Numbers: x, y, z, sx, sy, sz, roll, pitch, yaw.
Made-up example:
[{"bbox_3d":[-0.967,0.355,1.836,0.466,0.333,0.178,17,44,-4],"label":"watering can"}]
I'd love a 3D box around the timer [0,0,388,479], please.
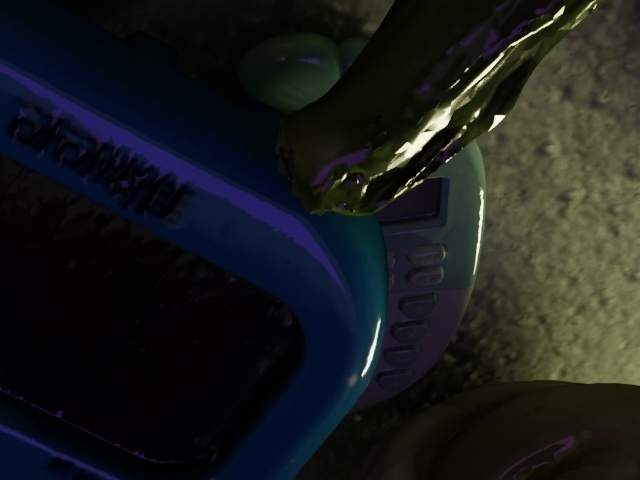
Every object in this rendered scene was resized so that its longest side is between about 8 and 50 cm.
[{"bbox_3d":[-0.153,0.024,0.761,0.340,0.115,0.309,28,123,-14],"label":"timer"}]

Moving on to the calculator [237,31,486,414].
[{"bbox_3d":[0.000,0.000,0.858,0.184,0.042,0.295,-7,135,-7],"label":"calculator"}]

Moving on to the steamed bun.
[{"bbox_3d":[0.125,0.204,0.970,0.276,0.203,0.289,9,115,-9],"label":"steamed bun"}]

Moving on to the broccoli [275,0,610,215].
[{"bbox_3d":[0.103,-0.117,0.658,0.304,0.145,0.165,-41,136,-4],"label":"broccoli"}]
